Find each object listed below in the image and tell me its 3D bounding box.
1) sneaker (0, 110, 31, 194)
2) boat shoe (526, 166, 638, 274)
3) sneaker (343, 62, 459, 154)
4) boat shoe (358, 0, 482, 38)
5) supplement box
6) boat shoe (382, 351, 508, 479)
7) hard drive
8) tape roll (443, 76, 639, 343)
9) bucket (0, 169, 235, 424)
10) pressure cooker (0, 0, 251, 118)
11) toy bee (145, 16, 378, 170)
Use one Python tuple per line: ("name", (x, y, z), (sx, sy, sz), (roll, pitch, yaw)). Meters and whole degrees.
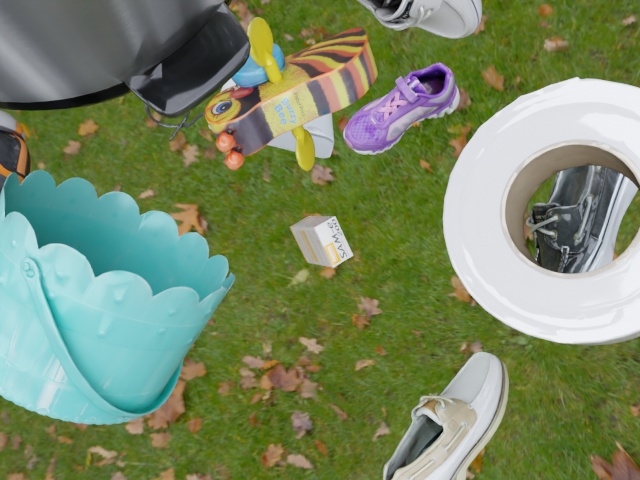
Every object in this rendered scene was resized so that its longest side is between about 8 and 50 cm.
("sneaker", (-0.511, -0.071, 0.767), (0.320, 0.125, 0.180), (-5, 59, -22))
("boat shoe", (0.353, -0.027, 0.943), (0.119, 0.121, 0.335), (23, 88, -12))
("sneaker", (0.145, -0.243, 1.168), (0.236, 0.104, 0.095), (-30, 75, -6))
("boat shoe", (0.094, -0.292, 0.763), (0.096, 0.267, 0.088), (-14, 63, 42))
("supplement box", (0.000, 0.000, 0.920), (0.036, 0.098, 0.062), (-30, 104, -19))
("boat shoe", (0.210, 0.302, 1.083), (0.103, 0.113, 0.302), (40, 65, -15))
("hard drive", (-0.092, -0.277, 1.362), (0.232, 0.353, 0.047), (13, 117, -7))
("tape roll", (0.285, -0.028, 0.728), (0.286, 0.100, 0.287), (-6, 78, 29))
("bucket", (-0.255, 0.063, 0.748), (0.281, 0.281, 0.183), (33, 102, 20))
("pressure cooker", (-0.220, -0.287, 0.425), (0.375, 0.420, 0.370), (2, 84, -5))
("toy bee", (-0.068, -0.150, 0.803), (0.298, 0.195, 0.162), (-33, 37, 24))
